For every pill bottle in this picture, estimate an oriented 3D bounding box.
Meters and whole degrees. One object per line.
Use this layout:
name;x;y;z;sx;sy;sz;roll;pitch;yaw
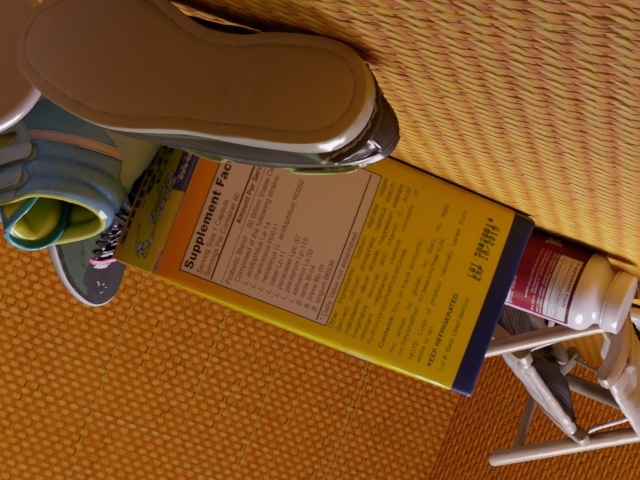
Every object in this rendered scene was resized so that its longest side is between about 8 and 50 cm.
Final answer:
pill bottle;0.252;0.043;1.981;0.152;0.086;0.086;20;177;18
pill bottle;-0.329;-0.163;1.645;0.153;0.153;0.264;22;176;-17

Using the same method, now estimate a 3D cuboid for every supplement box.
supplement box;0.000;0.000;1.905;0.356;0.194;0.195;22;176;-18

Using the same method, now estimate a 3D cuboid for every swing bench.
swing bench;0.286;0.149;2.170;0.254;0.165;0.253;3;147;32

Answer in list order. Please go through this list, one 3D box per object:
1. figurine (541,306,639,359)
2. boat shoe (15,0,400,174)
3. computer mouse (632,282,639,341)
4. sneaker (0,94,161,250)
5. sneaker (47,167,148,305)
figurine;0.367;0.119;2.521;0.214;0.092;0.209;12;-177;14
boat shoe;-0.085;-0.111;1.359;0.305;0.109;0.091;15;170;29
computer mouse;0.427;0.099;2.159;0.184;0.060;0.262;45;161;-27
sneaker;-0.308;-0.106;1.831;0.319;0.208;0.127;17;159;26
sneaker;-0.229;-0.025;2.120;0.104;0.296;0.147;-18;-140;-34
